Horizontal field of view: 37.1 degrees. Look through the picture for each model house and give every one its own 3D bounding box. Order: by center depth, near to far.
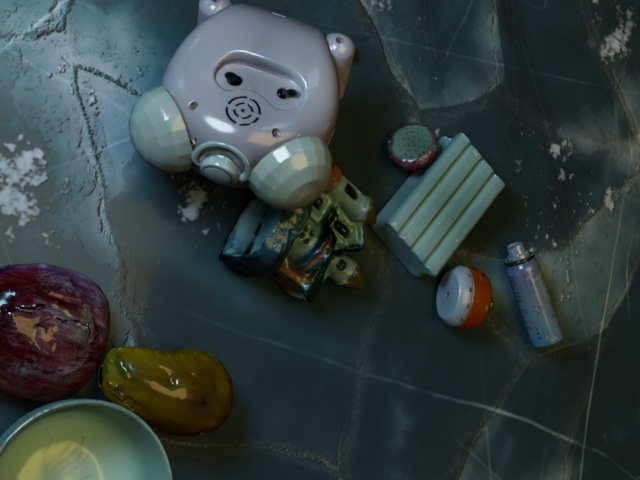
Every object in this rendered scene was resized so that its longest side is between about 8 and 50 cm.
[{"bbox_3d":[0.000,0.000,1.767,0.291,0.184,0.253,38,67,-27],"label":"model house"}]

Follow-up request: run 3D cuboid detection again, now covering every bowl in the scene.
[{"bbox_3d":[-0.401,0.402,1.530,0.307,0.163,0.307,1,87,-28],"label":"bowl"}]

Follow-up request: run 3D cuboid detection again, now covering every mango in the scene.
[{"bbox_3d":[-0.258,0.248,1.621,0.248,0.151,0.156,27,77,-27],"label":"mango"}]

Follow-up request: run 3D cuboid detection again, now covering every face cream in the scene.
[{"bbox_3d":[0.457,0.115,2.066,0.075,0.075,0.229,-27,101,-27],"label":"face cream"}]

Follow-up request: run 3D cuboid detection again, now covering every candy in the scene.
[{"bbox_3d":[0.184,-0.187,1.916,0.103,0.103,0.043,-60,157,-17],"label":"candy"}]

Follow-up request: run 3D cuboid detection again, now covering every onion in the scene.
[{"bbox_3d":[-0.474,0.141,1.527,0.283,0.120,0.227,14,77,-28],"label":"onion"}]

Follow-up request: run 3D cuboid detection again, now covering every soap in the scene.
[{"bbox_3d":[0.241,-0.073,1.945,0.160,0.087,0.265,47,68,-20],"label":"soap"}]

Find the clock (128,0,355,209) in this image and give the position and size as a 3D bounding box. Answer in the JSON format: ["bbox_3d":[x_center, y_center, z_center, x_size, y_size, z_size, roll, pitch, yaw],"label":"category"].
[{"bbox_3d":[-0.120,-0.225,1.599,0.342,0.184,0.326,16,61,6],"label":"clock"}]

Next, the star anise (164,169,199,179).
[{"bbox_3d":[-0.216,-0.194,1.711,0.182,0.065,0.195,24,75,-26],"label":"star anise"}]

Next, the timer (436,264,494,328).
[{"bbox_3d":[0.309,0.120,1.970,0.136,0.099,0.136,-4,100,-22],"label":"timer"}]
